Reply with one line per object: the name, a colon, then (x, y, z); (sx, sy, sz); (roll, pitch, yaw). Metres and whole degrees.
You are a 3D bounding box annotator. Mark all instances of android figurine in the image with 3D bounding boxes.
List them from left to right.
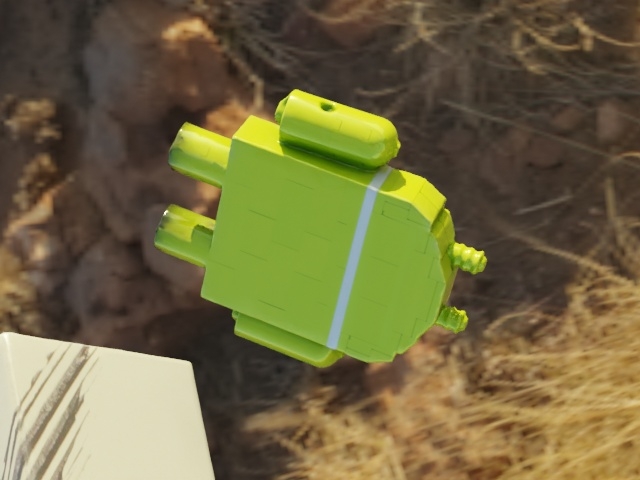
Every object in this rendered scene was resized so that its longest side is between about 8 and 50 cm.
android figurine: (0.000, 0.000, 1.571); (0.272, 0.056, 0.248); (18, 124, 10)

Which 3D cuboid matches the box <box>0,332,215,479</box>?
box: (-0.087, 0.180, 0.717); (0.113, 0.094, 0.275); (-45, 47, 36)
